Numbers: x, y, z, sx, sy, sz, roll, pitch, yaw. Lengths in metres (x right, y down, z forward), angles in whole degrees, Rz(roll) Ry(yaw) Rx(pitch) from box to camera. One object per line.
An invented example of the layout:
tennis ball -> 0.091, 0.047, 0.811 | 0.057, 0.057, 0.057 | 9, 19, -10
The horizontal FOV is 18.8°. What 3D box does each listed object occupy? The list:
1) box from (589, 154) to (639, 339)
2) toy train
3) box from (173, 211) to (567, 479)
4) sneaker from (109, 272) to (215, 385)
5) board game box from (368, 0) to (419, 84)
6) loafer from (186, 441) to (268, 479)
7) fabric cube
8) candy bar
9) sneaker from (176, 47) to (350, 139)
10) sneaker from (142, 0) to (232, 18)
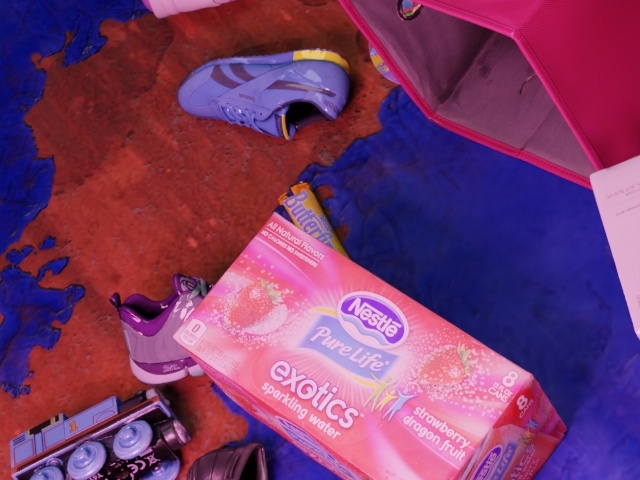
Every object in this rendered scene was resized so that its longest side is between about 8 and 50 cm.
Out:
box -> 0.345, 0.005, 1.619 | 0.181, 0.119, 0.182 | -23, 48, 16
toy train -> -0.213, 0.205, 1.856 | 0.184, 0.080, 0.105 | -28, 40, 9
box -> 0.043, 0.125, 1.673 | 0.300, 0.142, 0.154 | 33, 78, 31
sneaker -> -0.091, 0.071, 1.838 | 0.224, 0.098, 0.083 | -14, 25, 14
board game box -> 0.118, -0.238, 1.996 | 0.168, 0.033, 0.133 | -50, 47, -9
loafer -> -0.073, 0.275, 1.717 | 0.078, 0.076, 0.223 | -29, 43, 22
fabric cube -> 0.208, -0.243, 1.791 | 0.259, 0.254, 0.258 | 27, 75, 42
candy bar -> 0.000, 0.000, 1.909 | 0.040, 0.018, 0.161 | -34, 47, 6
sneaker -> -0.067, -0.145, 2.021 | 0.209, 0.069, 0.082 | -5, 60, 29
sneaker -> -0.121, -0.384, 2.219 | 0.152, 0.114, 0.305 | -4, 60, 14
